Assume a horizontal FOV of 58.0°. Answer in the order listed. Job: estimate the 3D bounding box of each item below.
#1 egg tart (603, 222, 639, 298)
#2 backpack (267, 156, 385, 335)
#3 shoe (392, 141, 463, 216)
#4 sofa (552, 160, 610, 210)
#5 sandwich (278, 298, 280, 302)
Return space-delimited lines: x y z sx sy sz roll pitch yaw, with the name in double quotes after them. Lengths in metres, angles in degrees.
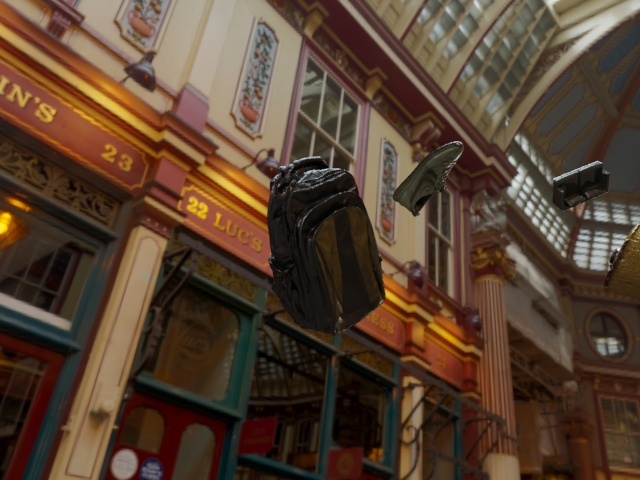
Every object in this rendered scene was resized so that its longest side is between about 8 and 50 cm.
0.882 0.068 1.576 0.170 0.215 0.215 26 -20 32 "egg tart"
0.000 0.000 0.889 0.133 0.206 0.258 7 -64 39 "backpack"
0.332 -0.184 1.719 0.103 0.098 0.275 -21 -22 -48 "shoe"
0.696 -0.144 1.537 0.147 0.060 0.085 -21 -54 -8 "sofa"
-0.057 0.073 1.178 0.067 0.135 0.029 0 -37 12 "sandwich"
